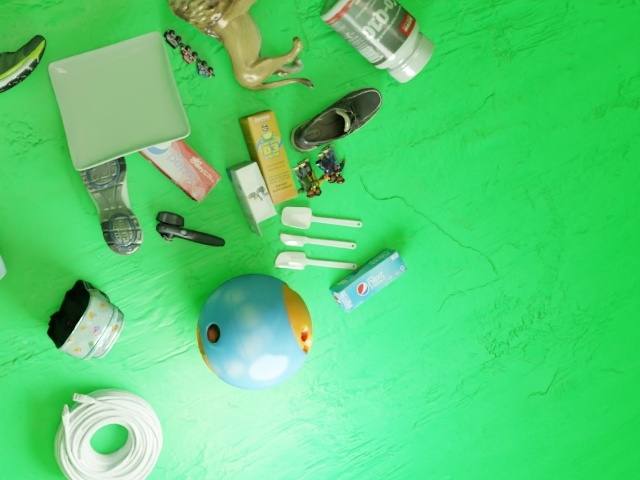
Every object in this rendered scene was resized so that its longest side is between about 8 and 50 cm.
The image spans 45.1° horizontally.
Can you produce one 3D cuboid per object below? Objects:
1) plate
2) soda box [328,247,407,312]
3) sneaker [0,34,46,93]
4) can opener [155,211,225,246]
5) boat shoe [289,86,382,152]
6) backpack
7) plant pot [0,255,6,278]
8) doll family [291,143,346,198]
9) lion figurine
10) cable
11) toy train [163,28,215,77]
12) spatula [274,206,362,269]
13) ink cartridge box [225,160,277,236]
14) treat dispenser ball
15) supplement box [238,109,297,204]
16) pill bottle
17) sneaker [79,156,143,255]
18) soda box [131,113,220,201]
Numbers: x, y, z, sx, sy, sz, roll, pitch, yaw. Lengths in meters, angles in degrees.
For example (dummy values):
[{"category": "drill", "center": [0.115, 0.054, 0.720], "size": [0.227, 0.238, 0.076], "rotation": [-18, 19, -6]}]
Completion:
[{"category": "plate", "center": [-0.463, -0.320, 1.786], "size": [0.278, 0.045, 0.277], "rotation": [-18, 77, -2]}, {"category": "soda box", "center": [0.131, 0.108, 2.130], "size": [0.210, 0.071, 0.067], "rotation": [-34, 107, -14]}, {"category": "sneaker", "center": [-0.745, -0.380, 1.704], "size": [0.300, 0.111, 0.121], "rotation": [-37, 104, -15]}, {"category": "can opener", "center": [-0.327, -0.016, 1.940], "size": [0.186, 0.059, 0.073], "rotation": [19, 89, -22]}, {"category": "boat shoe", "center": [0.054, -0.317, 2.031], "size": [0.285, 0.092, 0.103], "rotation": [-29, 106, -16]}, {"category": "backpack", "center": [-0.548, 0.197, 1.812], "size": [0.144, 0.188, 0.166], "rotation": [36, 83, -22]}, {"category": "plant pot", "center": [-0.830, 0.024, 1.658], "size": [0.247, 0.248, 0.252], "rotation": [-48, 129, -9]}, {"category": "doll family", "center": [0.003, -0.175, 2.036], "size": [0.193, 0.076, 0.111], "rotation": [-32, 105, -22]}, {"category": "lion figurine", "center": [-0.192, -0.496, 1.890], "size": [0.240, 0.142, 0.392], "rotation": [-32, 112, -7]}, {"category": "cable", "center": [-0.527, 0.497, 1.915], "size": [0.257, 0.089, 0.257], "rotation": [9, 94, -23]}, {"category": "toy train", "center": [-0.324, -0.455, 1.900], "size": [0.158, 0.027, 0.036], "rotation": [42, 85, -20]}, {"category": "spatula", "center": [0.000, 0.000, 2.093], "size": [0.242, 0.019, 0.168], "rotation": [6, 94, -22]}, {"category": "ink cartridge box", "center": [-0.170, -0.108, 1.965], "size": [0.061, 0.104, 0.181], "rotation": [-25, 106, -16]}, {"category": "treat dispenser ball", "center": [-0.162, 0.225, 1.913], "size": [0.288, 0.288, 0.288], "rotation": [-3, 98, -21]}, {"category": "supplement box", "center": [-0.134, -0.213, 1.980], "size": [0.078, 0.080, 0.233], "rotation": [-21, 103, -19]}, {"category": "pill bottle", "center": [0.152, -0.552, 2.002], "size": [0.283, 0.161, 0.161], "rotation": [36, 83, -22]}, {"category": "sneaker", "center": [-0.504, -0.099, 1.837], "size": [0.111, 0.129, 0.297], "rotation": [-11, 83, -18]}, {"category": "soda box", "center": [-0.371, -0.211, 1.884], "size": [0.263, 0.083, 0.092], "rotation": [43, 81, -20]}]
